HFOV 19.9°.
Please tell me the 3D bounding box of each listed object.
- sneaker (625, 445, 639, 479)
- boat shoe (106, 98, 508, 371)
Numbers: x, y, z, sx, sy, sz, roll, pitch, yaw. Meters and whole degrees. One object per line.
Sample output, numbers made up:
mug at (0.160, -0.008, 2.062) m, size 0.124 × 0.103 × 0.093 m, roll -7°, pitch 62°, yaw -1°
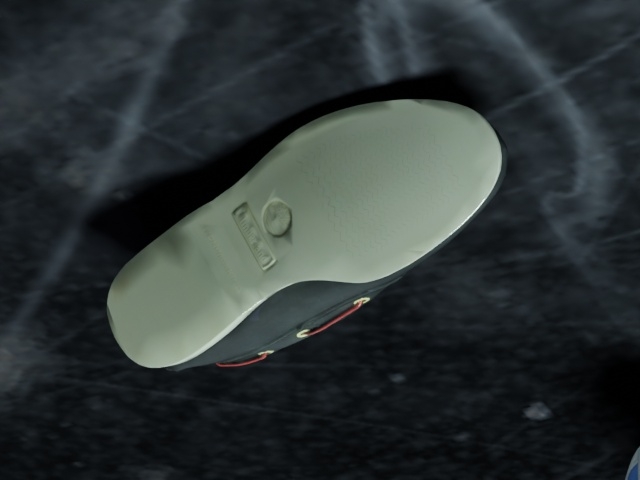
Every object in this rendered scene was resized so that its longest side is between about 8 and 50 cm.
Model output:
sneaker at (0.156, 0.139, 0.681) m, size 0.126 × 0.091 × 0.240 m, roll -24°, pitch 139°, yaw 34°
boat shoe at (-0.001, -0.002, 0.523) m, size 0.133 × 0.049 × 0.042 m, roll -30°, pitch 164°, yaw 28°
